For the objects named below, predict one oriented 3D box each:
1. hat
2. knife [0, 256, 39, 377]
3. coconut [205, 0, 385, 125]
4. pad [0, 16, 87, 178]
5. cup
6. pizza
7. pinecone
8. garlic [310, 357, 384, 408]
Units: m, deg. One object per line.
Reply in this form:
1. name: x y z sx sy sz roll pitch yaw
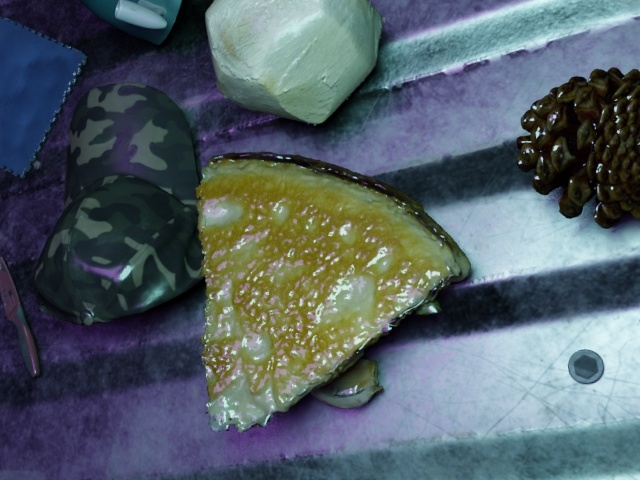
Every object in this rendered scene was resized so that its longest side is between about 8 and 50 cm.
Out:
1. hat: -0.352 -0.070 1.318 0.367 0.257 0.381 -16 92 17
2. knife: -0.539 0.135 1.447 0.035 0.018 0.247 -35 65 16
3. coconut: -0.048 -0.293 1.214 0.247 0.245 0.245 -47 65 12
4. pad: -0.594 -0.280 1.565 0.269 0.012 0.269 29 91 26
5. cup: -0.328 -0.433 1.364 0.167 0.173 0.299 -62 29 28
6. pizza: 0.011 0.034 1.160 0.392 0.080 0.434 -13 68 14
7. pinecone: 0.347 -0.121 1.036 0.208 0.208 0.207 -5 76 22
8. garlic: 0.018 0.198 1.172 0.152 0.066 0.084 13 56 23
